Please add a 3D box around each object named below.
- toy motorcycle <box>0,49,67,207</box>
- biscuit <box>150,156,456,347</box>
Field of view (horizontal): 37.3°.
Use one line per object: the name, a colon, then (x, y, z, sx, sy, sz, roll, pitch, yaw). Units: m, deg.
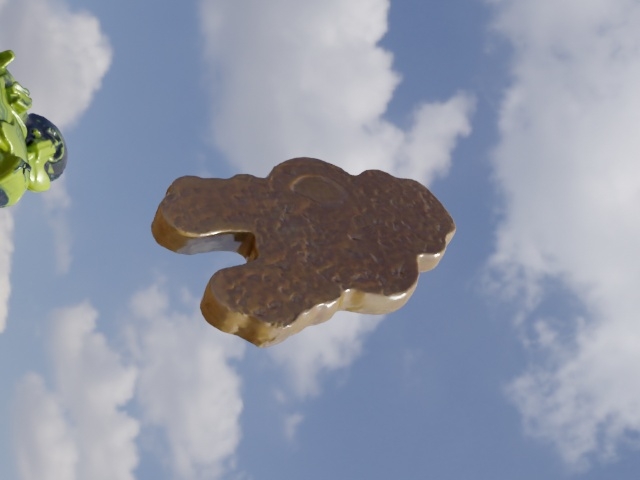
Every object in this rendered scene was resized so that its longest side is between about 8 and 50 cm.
toy motorcycle: (-0.433, -0.166, 1.117, 0.342, 0.142, 0.206, 57, 22, -34)
biscuit: (-0.001, -0.003, 0.667, 0.144, 0.236, 0.040, 57, -46, 23)
